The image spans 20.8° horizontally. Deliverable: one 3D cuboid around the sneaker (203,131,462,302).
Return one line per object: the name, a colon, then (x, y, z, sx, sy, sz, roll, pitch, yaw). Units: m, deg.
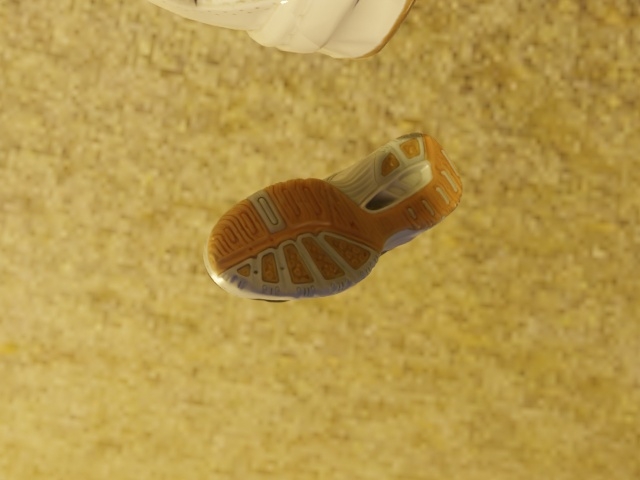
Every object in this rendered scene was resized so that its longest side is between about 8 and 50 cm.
sneaker: (0.000, 0.000, 0.446, 0.083, 0.032, 0.037, -21, 172, -41)

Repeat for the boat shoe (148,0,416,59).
boat shoe: (-0.008, -0.109, 0.253, 0.096, 0.098, 0.277, 1, 155, -13)
